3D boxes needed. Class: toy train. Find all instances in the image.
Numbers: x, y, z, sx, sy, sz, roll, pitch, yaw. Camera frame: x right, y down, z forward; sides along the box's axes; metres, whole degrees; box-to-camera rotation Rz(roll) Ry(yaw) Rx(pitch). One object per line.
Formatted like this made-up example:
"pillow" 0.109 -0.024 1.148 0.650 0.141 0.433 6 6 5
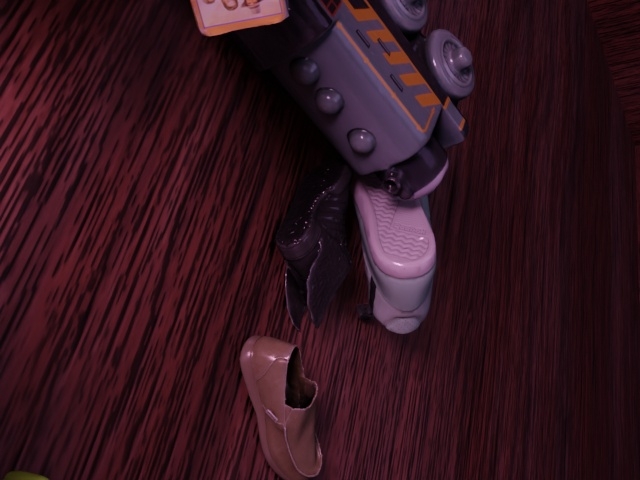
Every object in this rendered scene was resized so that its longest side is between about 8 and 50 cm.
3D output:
"toy train" 0.027 -0.189 0.810 0.334 0.142 0.190 49 45 -26

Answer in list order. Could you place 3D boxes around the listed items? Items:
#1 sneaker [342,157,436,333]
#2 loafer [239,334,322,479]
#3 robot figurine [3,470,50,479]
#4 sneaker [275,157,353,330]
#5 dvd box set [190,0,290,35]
"sneaker" 0.074 -0.017 0.943 0.151 0.094 0.255 89 -1 -47
"loafer" -0.027 0.151 0.730 0.056 0.050 0.148 -49 124 -54
"robot figurine" -0.159 0.189 0.468 0.101 0.067 0.115 -25 105 -50
"sneaker" 0.002 0.000 0.830 0.089 0.051 0.170 61 39 -32
"dvd box set" -0.088 -0.376 0.486 0.307 0.062 0.420 -93 173 -53
